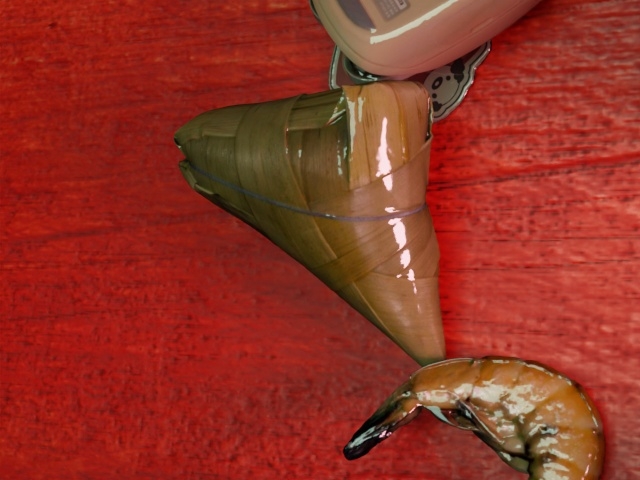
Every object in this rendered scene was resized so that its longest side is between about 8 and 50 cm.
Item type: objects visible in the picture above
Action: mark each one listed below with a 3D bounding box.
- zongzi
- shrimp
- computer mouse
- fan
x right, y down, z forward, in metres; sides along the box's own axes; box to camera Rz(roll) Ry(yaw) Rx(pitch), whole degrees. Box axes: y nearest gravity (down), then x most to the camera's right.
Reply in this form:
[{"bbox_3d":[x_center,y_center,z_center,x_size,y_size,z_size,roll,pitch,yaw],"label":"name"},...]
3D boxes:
[{"bbox_3d":[0.000,0.000,1.056,0.228,0.115,0.256,-4,105,40],"label":"zongzi"},{"bbox_3d":[0.107,0.214,0.955,0.198,0.051,0.262,5,78,16],"label":"shrimp"},{"bbox_3d":[0.104,-0.225,1.027,0.236,0.082,0.145,-34,65,10],"label":"computer mouse"},{"bbox_3d":[0.045,-0.183,1.096,0.220,0.009,0.132,44,102,25],"label":"fan"}]
